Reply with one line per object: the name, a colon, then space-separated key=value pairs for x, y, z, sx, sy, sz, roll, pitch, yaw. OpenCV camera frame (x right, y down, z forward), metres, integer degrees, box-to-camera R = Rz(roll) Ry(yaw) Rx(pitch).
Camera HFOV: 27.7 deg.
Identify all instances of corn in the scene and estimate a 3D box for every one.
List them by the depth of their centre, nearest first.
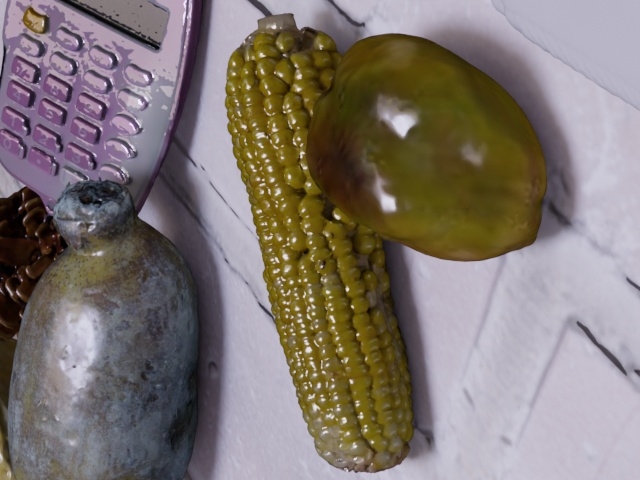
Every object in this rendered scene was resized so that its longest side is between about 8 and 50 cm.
corn: x=0.000 y=0.000 z=0.879 sx=0.097 sy=0.097 sz=0.319 roll=-18 pitch=84 yaw=59

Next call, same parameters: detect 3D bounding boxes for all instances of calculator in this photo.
calculator: x=-0.196 y=-0.150 z=1.125 sx=0.194 sy=0.043 sz=0.294 roll=28 pitch=117 yaw=18

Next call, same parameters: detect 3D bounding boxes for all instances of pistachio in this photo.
pistachio: x=0.055 y=-0.061 z=0.759 sx=0.189 sy=0.100 sz=0.110 roll=48 pitch=134 yaw=44

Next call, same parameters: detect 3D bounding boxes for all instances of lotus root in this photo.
lotus root: x=-0.181 y=0.115 z=1.131 sx=0.175 sy=0.175 sz=0.349 roll=36 pitch=123 yaw=50

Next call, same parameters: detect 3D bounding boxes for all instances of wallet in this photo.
wallet: x=0.154 y=-0.137 z=0.646 sx=0.183 sy=0.032 sz=0.124 roll=44 pitch=133 yaw=48

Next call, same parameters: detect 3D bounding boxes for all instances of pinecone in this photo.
pinecone: x=-0.263 y=0.022 z=1.248 sx=0.173 sy=0.174 sz=0.173 roll=20 pitch=114 yaw=56

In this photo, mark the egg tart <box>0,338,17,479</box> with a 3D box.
egg tart: x=-0.339 y=0.256 z=1.397 sx=0.443 sy=0.178 sz=0.443 roll=29 pitch=123 yaw=57
